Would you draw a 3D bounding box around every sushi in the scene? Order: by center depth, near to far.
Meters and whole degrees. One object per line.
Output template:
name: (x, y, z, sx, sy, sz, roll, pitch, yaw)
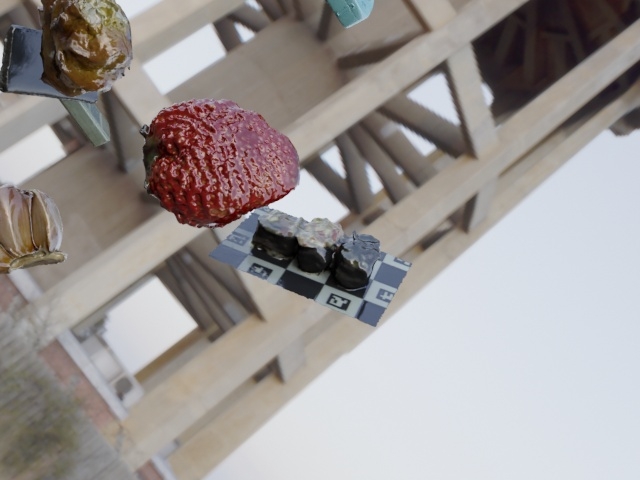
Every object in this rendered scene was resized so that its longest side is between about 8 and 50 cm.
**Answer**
sushi: (0.000, 0.000, 1.749, 0.373, 0.296, 0.100, 23, -60, 10)

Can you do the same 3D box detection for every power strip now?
power strip: (-0.612, -0.345, 2.128, 0.272, 0.052, 0.078, 65, 8, -50)

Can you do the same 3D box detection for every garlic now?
garlic: (-0.659, -0.015, 1.788, 0.160, 0.214, 0.191, -27, -98, 67)

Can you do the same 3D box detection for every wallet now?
wallet: (-0.588, -0.386, 1.869, 0.030, 0.285, 0.146, 16, -79, 26)

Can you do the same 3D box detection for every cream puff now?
cream puff: (-0.476, -0.404, 1.703, 0.269, 0.155, 0.241, 29, -63, 50)

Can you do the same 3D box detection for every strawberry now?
strawberry: (-0.199, -0.157, 1.632, 0.258, 0.261, 0.261, -19, -68, 35)

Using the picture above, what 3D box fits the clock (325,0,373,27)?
clock: (0.038, -0.382, 1.231, 0.045, 0.147, 0.108, -22, -65, 25)
